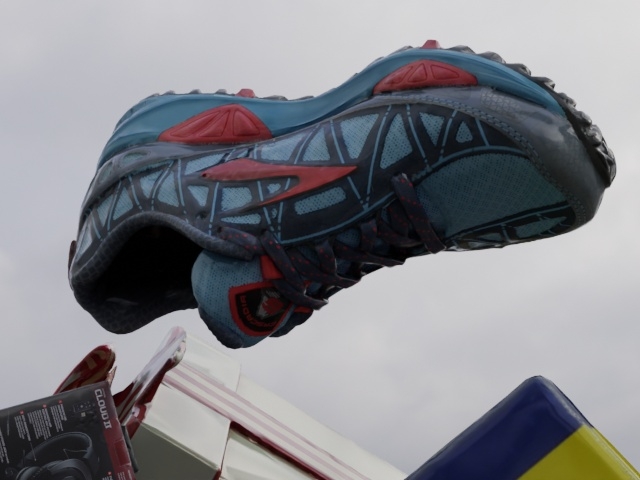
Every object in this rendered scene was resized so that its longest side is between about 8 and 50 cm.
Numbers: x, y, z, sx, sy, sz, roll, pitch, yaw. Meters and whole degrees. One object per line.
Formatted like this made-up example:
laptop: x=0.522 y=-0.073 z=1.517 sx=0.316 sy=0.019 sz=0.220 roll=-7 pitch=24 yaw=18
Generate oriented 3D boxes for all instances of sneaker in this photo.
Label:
sneaker: x=0.000 y=0.000 z=0.613 sx=0.262 sy=0.125 sz=0.104 roll=-6 pitch=-45 yaw=36

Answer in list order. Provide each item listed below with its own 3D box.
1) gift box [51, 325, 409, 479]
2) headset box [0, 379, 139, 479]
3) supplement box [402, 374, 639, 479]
gift box: x=-0.057 y=0.196 z=0.720 sx=0.258 sy=0.255 sz=0.276 roll=32 pitch=1 yaw=-3
headset box: x=-0.114 y=0.096 z=0.582 sx=0.083 sy=0.062 sz=0.032 roll=-14 pitch=-5 yaw=-32
supplement box: x=0.121 y=0.252 z=0.421 sx=0.195 sy=0.356 sz=0.194 roll=-39 pitch=-34 yaw=-4
